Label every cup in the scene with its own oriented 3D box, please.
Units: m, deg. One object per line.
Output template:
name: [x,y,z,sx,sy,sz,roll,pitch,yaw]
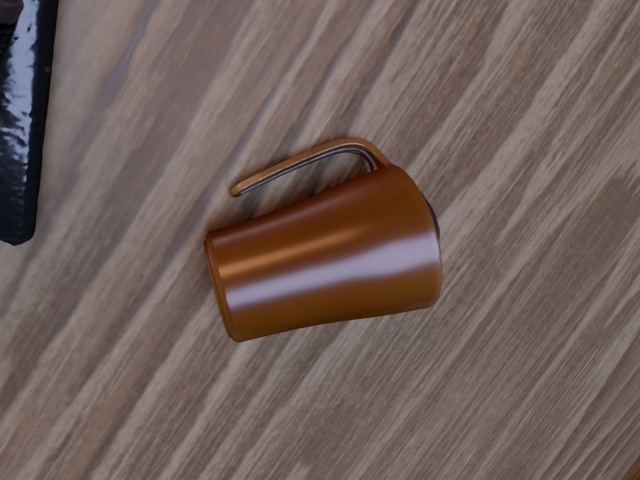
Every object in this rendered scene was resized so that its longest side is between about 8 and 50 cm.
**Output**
cup: [0.000,0.000,0.542,0.264,0.182,0.226,-15,84,-11]

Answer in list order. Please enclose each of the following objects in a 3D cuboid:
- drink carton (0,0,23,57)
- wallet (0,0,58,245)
drink carton: [-0.333,-0.110,0.319,0.134,0.102,0.222,26,105,-31]
wallet: [-0.324,-0.156,0.383,0.170,0.044,0.321,9,110,-26]
